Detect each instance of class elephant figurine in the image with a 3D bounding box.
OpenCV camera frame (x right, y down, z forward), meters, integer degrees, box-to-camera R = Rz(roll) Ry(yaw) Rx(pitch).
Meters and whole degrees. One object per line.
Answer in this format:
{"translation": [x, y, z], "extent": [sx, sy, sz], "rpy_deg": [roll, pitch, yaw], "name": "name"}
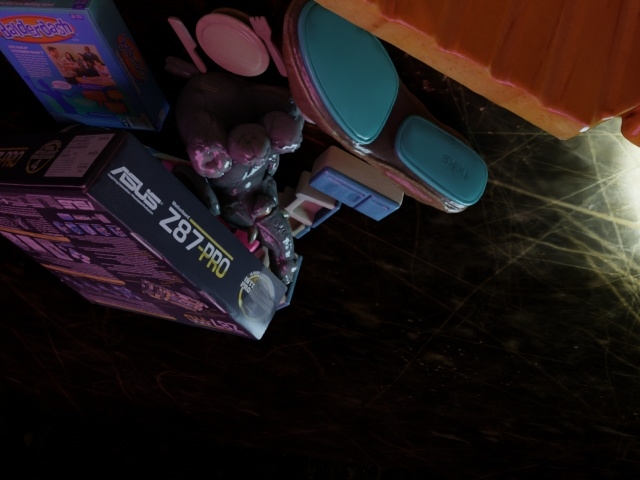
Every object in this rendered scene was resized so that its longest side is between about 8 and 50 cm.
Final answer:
{"translation": [-0.108, -0.080, 0.905], "extent": [0.170, 0.185, 0.239], "rpy_deg": [1, 144, -7], "name": "elephant figurine"}

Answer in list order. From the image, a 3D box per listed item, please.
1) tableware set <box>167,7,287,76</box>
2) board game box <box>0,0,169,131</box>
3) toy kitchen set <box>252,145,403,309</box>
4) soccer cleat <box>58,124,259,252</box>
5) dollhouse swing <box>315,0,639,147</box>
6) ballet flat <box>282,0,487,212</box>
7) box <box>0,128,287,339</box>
{"translation": [-0.108, -0.250, 0.736], "extent": [0.128, 0.039, 0.194], "rpy_deg": [10, 151, 28], "name": "tableware set"}
{"translation": [-0.297, -0.220, 0.874], "extent": [0.160, 0.047, 0.210], "rpy_deg": [7, 152, 15], "name": "board game box"}
{"translation": [0.000, 0.000, 1.009], "extent": [0.122, 0.166, 0.207], "rpy_deg": [25, 151, -19], "name": "toy kitchen set"}
{"translation": [-0.241, -0.077, 1.074], "extent": [0.331, 0.115, 0.143], "rpy_deg": [29, 169, -25], "name": "soccer cleat"}
{"translation": [0.166, -0.270, 0.330], "extent": [0.347, 0.315, 0.305], "rpy_deg": [25, 162, -18], "name": "dollhouse swing"}
{"translation": [0.054, -0.140, 0.813], "extent": [0.342, 0.116, 0.124], "rpy_deg": [32, 167, -37], "name": "ballet flat"}
{"translation": [-0.283, -0.007, 0.949], "extent": [0.395, 0.097, 0.318], "rpy_deg": [5, 146, 42], "name": "box"}
